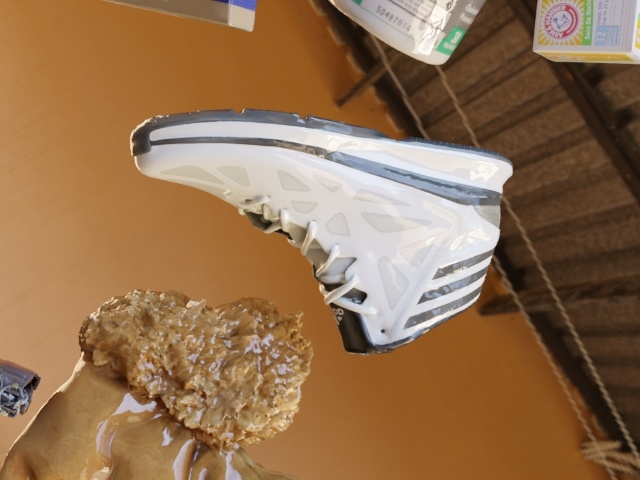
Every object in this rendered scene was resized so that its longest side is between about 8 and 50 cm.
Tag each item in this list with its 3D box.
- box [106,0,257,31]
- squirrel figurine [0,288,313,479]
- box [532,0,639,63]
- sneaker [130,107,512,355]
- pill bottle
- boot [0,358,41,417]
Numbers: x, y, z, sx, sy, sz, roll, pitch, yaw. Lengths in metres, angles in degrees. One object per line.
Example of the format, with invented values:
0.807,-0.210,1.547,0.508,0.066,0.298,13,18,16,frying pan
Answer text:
-0.085,-0.267,0.559,0.136,0.036,0.225,19,-79,27,box
-0.150,0.261,1.040,0.370,0.397,0.281,22,7,19,squirrel figurine
0.315,-0.304,0.927,0.114,0.103,0.203,8,-82,31,box
0.001,0.000,0.942,0.169,0.447,0.257,-173,-90,-76,sneaker
0.175,-0.435,1.094,0.204,0.204,0.361,44,-65,27,pill bottle
-0.433,0.135,0.933,0.229,0.091,0.263,27,-1,-4,boot
